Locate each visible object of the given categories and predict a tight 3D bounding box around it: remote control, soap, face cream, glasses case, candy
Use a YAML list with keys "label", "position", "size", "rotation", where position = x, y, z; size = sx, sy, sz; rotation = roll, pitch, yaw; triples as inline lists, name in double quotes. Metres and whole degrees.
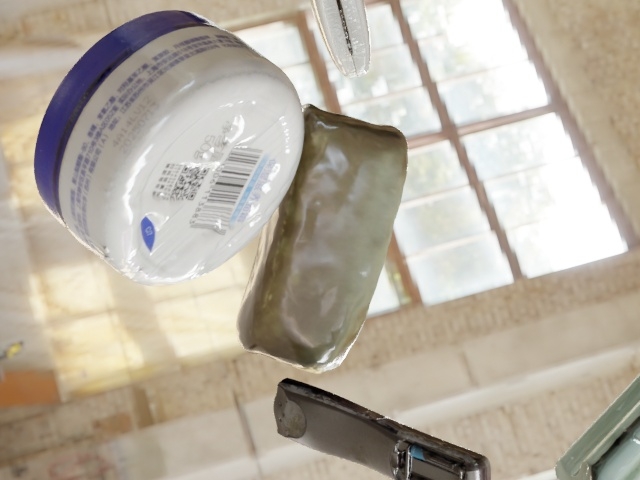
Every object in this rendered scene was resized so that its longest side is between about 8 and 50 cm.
- label: "remote control"
  position: [0.046, 0.169, 1.150]
  size: [0.212, 0.028, 0.059]
  rotation: [17, -58, 34]
- label: "soap"
  position: [0.392, 0.214, 1.514]
  size: [0.150, 0.261, 0.094]
  rotation: [49, -13, -12]
- label: "face cream"
  position: [-0.112, -0.068, 1.091]
  size: [0.111, 0.206, 0.206]
  rotation: [39, -29, 32]
- label: "glasses case"
  position: [0.016, -0.274, 1.541]
  size: [0.233, 0.059, 0.092]
  rotation: [70, 3, -57]
- label: "candy"
  position: [0.000, 0.000, 1.247]
  size: [0.102, 0.104, 0.233]
  rotation: [-152, -104, -74]
